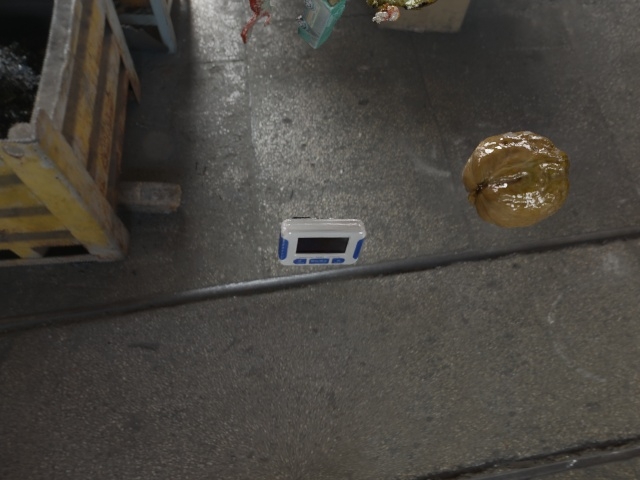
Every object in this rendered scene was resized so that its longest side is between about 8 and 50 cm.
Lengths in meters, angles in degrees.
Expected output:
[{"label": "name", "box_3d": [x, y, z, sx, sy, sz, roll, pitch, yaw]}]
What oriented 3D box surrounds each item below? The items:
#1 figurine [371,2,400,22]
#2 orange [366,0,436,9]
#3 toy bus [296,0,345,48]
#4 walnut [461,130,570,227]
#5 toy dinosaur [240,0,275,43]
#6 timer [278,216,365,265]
[{"label": "figurine", "box_3d": [0.189, -0.661, 1.475, 0.109, 0.064, 0.047, -30, 86, -39]}, {"label": "orange", "box_3d": [0.331, -1.011, 1.976, 0.270, 0.211, 0.369, -7, 24, -13]}, {"label": "toy bus", "box_3d": [0.000, -0.662, 1.468, 0.109, 0.261, 0.091, 45, 81, -6]}, {"label": "walnut", "box_3d": [0.638, -0.197, 1.628, 0.343, 0.306, 0.306, -13, 65, -28]}, {"label": "toy dinosaur", "box_3d": [-0.125, -0.521, 1.040, 0.053, 0.242, 0.167, 38, 88, 1]}, {"label": "timer", "box_3d": [0.000, 0.000, 1.534, 0.253, 0.178, 0.078, 1, 52, -10]}]
